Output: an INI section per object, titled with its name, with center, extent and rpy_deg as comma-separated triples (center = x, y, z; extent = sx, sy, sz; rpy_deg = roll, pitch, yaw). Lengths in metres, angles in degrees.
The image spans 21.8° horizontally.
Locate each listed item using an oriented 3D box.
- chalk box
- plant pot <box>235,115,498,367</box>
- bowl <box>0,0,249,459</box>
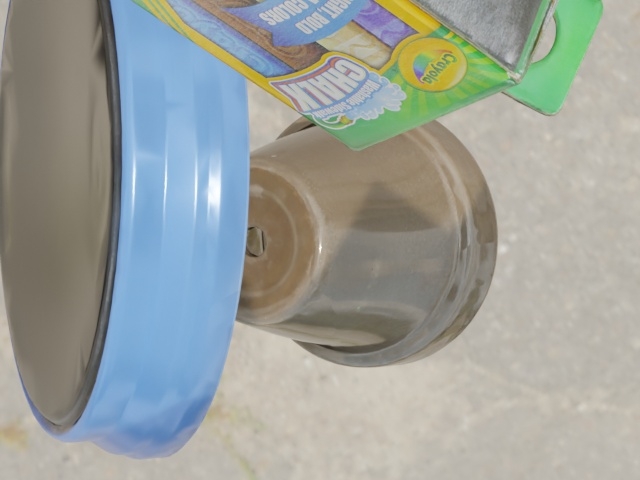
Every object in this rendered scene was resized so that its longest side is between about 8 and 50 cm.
[chalk box]
center = 0.026, -0.132, 0.710
extent = 0.213, 0.132, 0.132
rpy_deg = 34, 155, -21
[plant pot]
center = 0.000, 0.000, 1.543
extent = 0.263, 0.263, 0.229
rpy_deg = -52, 158, 24
[bowl]
center = -0.147, -0.049, 1.113
extent = 0.077, 0.391, 0.391
rpy_deg = -1, 129, -22
